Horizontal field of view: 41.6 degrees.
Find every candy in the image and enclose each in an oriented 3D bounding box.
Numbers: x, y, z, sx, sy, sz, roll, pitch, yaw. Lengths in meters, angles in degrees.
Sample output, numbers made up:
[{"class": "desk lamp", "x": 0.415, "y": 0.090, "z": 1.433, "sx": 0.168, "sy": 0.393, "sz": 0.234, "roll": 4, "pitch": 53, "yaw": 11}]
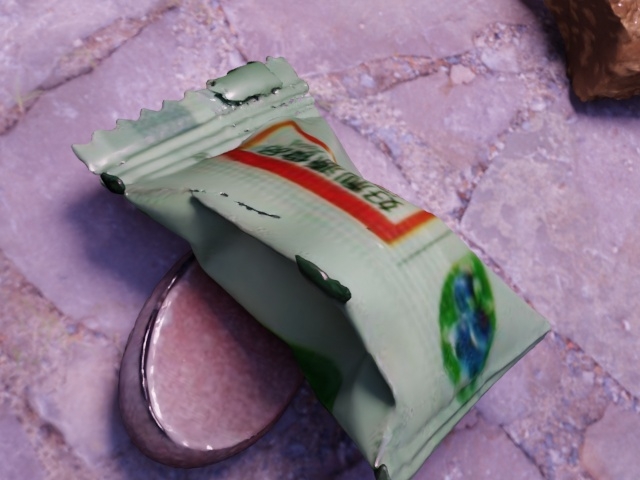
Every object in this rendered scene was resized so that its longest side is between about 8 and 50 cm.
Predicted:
[{"class": "candy", "x": -0.003, "y": 0.004, "z": 0.715, "sx": 0.398, "sy": 0.172, "sz": 0.262, "roll": 45, "pitch": 40, "yaw": 19}]

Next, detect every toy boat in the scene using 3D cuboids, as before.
[{"class": "toy boat", "x": -0.092, "y": 0.096, "z": 0.746, "sx": 0.155, "sy": 0.085, "sz": 0.227, "roll": 37, "pitch": 55, "yaw": -13}]

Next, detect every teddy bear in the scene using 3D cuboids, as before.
[{"class": "teddy bear", "x": 0.366, "y": -0.270, "z": 0.914, "sx": 0.222, "sy": 0.246, "sz": 0.296, "roll": -24, "pitch": 111, "yaw": -4}]
